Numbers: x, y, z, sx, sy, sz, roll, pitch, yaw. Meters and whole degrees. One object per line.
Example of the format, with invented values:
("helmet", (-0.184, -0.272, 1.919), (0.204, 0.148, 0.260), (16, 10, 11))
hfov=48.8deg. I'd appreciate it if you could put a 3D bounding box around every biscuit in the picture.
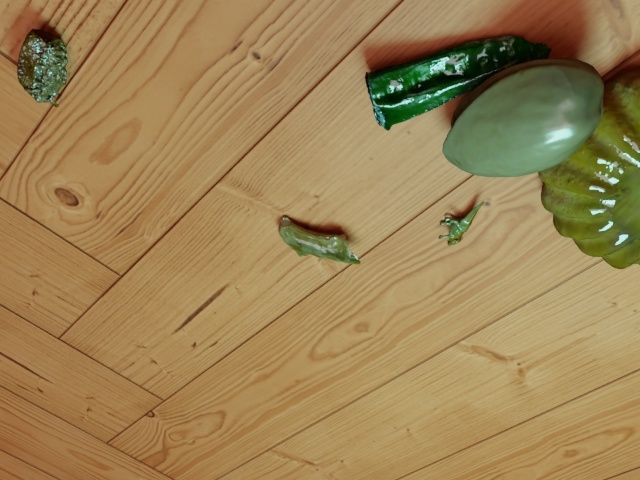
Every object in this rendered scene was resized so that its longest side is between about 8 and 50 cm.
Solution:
("biscuit", (0.448, -0.076, 0.906), (0.326, 0.107, 0.326), (4, 134, 4))

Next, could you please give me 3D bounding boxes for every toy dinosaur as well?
("toy dinosaur", (0.203, -0.027, 1.035), (0.041, 0.026, 0.113), (11, 141, -8))

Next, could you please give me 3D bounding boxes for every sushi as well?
("sushi", (-0.370, -0.231, 0.951), (0.055, 0.052, 0.120), (32, 128, 3))

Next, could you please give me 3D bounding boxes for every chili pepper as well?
("chili pepper", (0.172, -0.202, 0.878), (0.227, 0.059, 0.088), (-14, 144, 13))

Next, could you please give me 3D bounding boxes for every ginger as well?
("ginger", (0.000, 0.005, 1.092), (0.137, 0.044, 0.057), (14, 161, 6))

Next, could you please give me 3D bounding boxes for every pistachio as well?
("pistachio", (0.241, -0.145, 0.850), (0.136, 0.136, 0.226), (38, 149, -21))
